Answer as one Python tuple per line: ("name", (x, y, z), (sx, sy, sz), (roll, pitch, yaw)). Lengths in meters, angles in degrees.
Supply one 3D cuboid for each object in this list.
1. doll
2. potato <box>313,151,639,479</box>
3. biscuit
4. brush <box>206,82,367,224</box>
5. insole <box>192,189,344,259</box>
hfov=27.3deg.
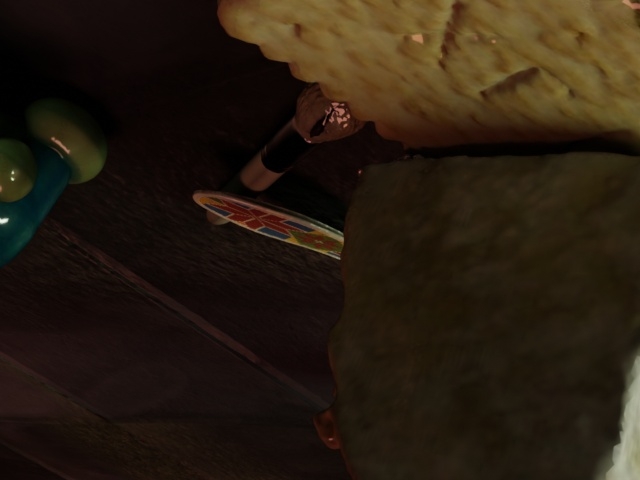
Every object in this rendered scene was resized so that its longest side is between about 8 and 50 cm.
("doll", (-0.301, -0.079, 0.855), (0.322, 0.186, 0.198), (34, 154, -31))
("potato", (0.109, 0.098, 0.662), (0.211, 0.264, 0.189), (-3, 137, 32))
("biscuit", (0.121, -0.072, 0.654), (0.325, 0.044, 0.217), (32, 154, -21))
("brush", (-0.033, -0.048, 0.854), (0.039, 0.042, 0.299), (-12, 170, -23))
("insole", (0.000, 0.000, 0.924), (0.193, 0.006, 0.065), (22, 163, -23))
